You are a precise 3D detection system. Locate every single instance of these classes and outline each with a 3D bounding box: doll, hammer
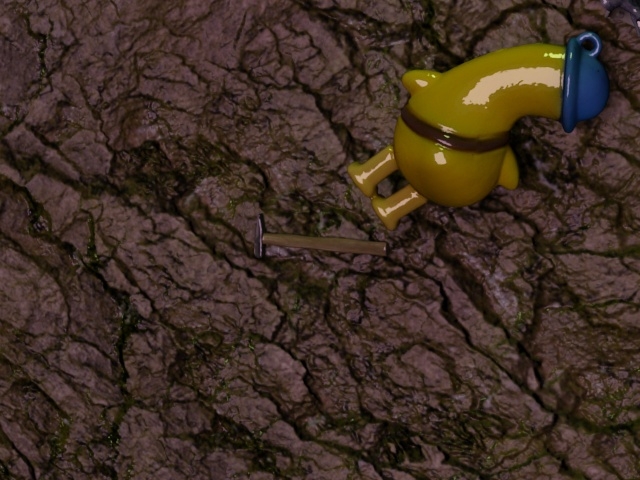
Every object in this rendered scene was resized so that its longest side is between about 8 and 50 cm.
[{"bbox_3d":[0.196,-0.150,1.880,0.363,0.145,0.199,-34,100,22],"label":"doll"},{"bbox_3d":[0.000,0.000,2.065,0.199,0.013,0.062,5,103,22],"label":"hammer"}]

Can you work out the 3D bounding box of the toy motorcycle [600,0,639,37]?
[{"bbox_3d":[0.409,-0.268,1.756,0.263,0.157,0.091,30,109,14],"label":"toy motorcycle"}]
